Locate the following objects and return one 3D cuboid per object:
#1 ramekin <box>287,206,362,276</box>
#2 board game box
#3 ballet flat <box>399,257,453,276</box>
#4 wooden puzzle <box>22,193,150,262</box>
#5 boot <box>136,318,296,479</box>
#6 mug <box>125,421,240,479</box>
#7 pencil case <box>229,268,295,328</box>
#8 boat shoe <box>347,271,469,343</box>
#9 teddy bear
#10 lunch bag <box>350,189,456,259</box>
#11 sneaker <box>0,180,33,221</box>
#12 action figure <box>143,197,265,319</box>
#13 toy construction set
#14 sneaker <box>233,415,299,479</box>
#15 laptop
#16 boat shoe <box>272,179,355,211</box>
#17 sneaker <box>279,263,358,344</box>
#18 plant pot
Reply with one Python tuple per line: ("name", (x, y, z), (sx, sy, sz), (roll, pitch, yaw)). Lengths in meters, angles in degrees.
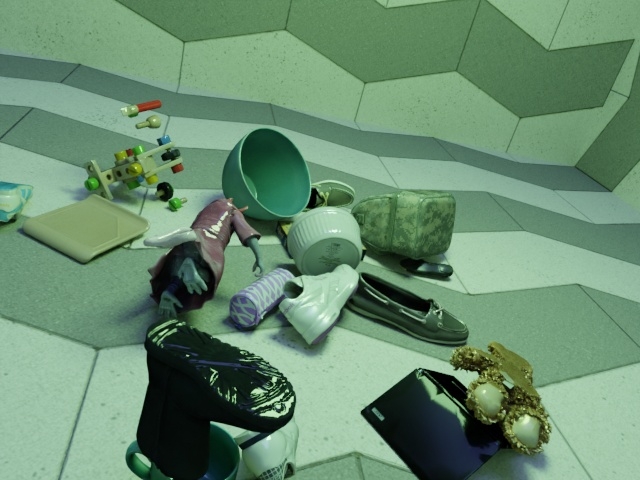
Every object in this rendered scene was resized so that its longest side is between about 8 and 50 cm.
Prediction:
("ramekin", (0.016, 0.021, 1.527), (0.207, 0.207, 0.109), (7, 37, -18))
("board game box", (0.000, 0.000, 1.730), (0.243, 0.042, 0.165), (3, 29, -24))
("ballet flat", (0.329, 0.092, 1.746), (0.173, 0.049, 0.058), (10, 54, -1))
("wooden puzzle", (-0.608, -0.032, 1.470), (0.220, 0.044, 0.238), (24, 32, 16))
("boot", (-0.150, 0.244, 0.759), (0.246, 0.207, 0.094), (22, 27, 26))
("mug", (-0.206, 0.353, 0.865), (0.157, 0.098, 0.129), (28, 29, 26))
("pencil case", (-0.134, 0.134, 1.345), (0.088, 0.087, 0.206), (20, 26, 19))
("boat shoe", (0.234, 0.175, 1.454), (0.334, 0.096, 0.112), (18, 26, 5))
("teddy bear", (0.377, 0.328, 1.168), (0.245, 0.113, 0.338), (28, 16, -3))
("lunch bag", (0.266, -0.066, 1.806), (0.255, 0.213, 0.305), (15, 15, 33))
("sneaker", (-0.810, -0.104, 1.452), (0.087, 0.092, 0.228), (6, 8, -14))
("action figure", (-0.280, -0.004, 1.308), (0.247, 0.276, 0.370), (-5, 38, 22))
("toy construction set", (-0.564, -0.243, 1.638), (0.257, 0.309, 0.237), (20, 30, 26))
("sneaker", (-0.075, 0.344, 0.912), (0.095, 0.090, 0.235), (58, 2, 16))
("laptop", (0.261, 0.388, 1.150), (0.264, 0.137, 0.234), (25, 12, -49))
("boat shoe", (-0.023, -0.150, 1.944), (0.304, 0.109, 0.091), (3, 29, -11))
("sneaker", (-0.001, 0.118, 1.370), (0.152, 0.114, 0.305), (41, 30, -1))
("plant pot", (-0.199, -0.185, 1.773), (0.195, 0.291, 0.290), (-21, -1, 41))
